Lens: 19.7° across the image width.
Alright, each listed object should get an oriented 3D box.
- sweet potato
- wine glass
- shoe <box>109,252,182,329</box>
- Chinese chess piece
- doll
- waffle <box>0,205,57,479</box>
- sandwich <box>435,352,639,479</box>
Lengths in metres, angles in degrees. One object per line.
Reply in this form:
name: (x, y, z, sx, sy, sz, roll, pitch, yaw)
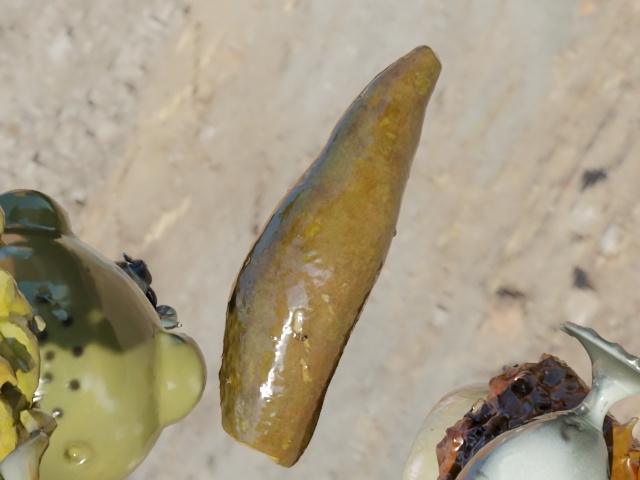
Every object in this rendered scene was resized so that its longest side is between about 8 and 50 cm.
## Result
sweet potato: (0.000, 0.000, 1.001, 0.077, 0.077, 0.244, 14, 84, 66)
wine glass: (0.139, 0.163, 1.190, 0.222, 0.103, 0.103, -55, 23, -1)
shoe: (-0.185, 0.081, 1.807, 0.071, 0.099, 0.169, -115, 20, -53)
Chinese chess piece: (0.182, 0.278, 1.993, 0.103, 0.250, 0.250, 8, 69, 34)
doll: (-0.206, 0.109, 1.104, 0.260, 0.177, 0.161, -45, -9, 4)
waffle: (-0.228, 0.052, 0.667, 0.060, 0.262, 0.280, 126, 161, -54)
sandwich: (0.203, 0.215, 1.290, 0.250, 0.162, 0.301, -47, 61, 46)
